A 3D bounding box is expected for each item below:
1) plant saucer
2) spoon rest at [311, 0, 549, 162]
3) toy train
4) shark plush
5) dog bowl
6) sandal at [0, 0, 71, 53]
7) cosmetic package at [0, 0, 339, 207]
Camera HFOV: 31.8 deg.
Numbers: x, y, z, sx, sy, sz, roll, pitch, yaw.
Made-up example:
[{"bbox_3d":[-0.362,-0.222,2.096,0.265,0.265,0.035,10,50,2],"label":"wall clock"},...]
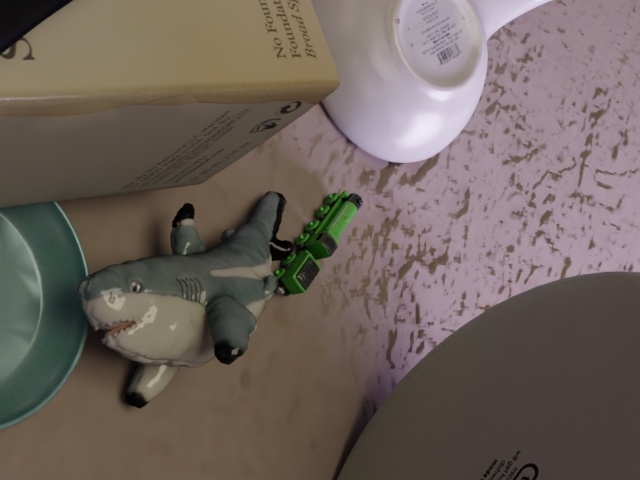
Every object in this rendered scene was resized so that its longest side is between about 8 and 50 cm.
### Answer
[{"bbox_3d":[-0.151,0.021,0.466,0.119,0.021,0.119,15,70,-44],"label":"plant saucer"},{"bbox_3d":[0.096,-0.146,0.739,0.276,0.084,0.137,-30,100,-32],"label":"spoon rest"},{"bbox_3d":[0.000,0.000,0.626,0.017,0.024,0.083,53,48,-22],"label":"toy train"},{"bbox_3d":[-0.049,0.010,0.542,0.067,0.073,0.161,55,47,-9],"label":"shark plush"},{"bbox_3d":[0.123,0.148,0.539,0.104,0.265,0.265,42,53,-28],"label":"dog bowl"},{"bbox_3d":[-0.079,-0.133,0.379,0.097,0.054,0.254,44,44,-18],"label":"sandal"},{"bbox_3d":[-0.153,-0.097,0.413,0.309,0.113,0.160,-12,77,-48],"label":"cosmetic package"}]
